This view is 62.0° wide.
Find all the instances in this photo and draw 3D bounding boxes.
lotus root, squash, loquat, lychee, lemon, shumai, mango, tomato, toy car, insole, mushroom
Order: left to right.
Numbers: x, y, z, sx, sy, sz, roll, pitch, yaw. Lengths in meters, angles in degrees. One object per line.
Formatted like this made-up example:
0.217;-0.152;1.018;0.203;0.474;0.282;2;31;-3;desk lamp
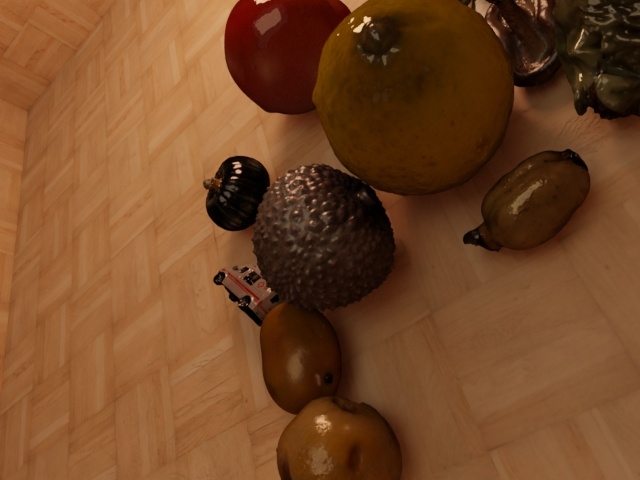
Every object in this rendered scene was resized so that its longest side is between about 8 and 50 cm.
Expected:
-0.209;-0.120;1.342;0.193;0.156;0.193;-29;31;19;squash
-0.158;0.111;1.236;0.108;0.089;0.210;-47;41;-12;toy car
-0.075;-0.457;1.282;0.321;0.321;0.321;-18;61;36;tomato
-0.043;0.217;1.056;0.175;0.139;0.254;-43;43;21;mango
-0.002;-0.004;1.007;0.300;0.300;0.300;-18;61;36;lychee
0.023;0.369;0.893;0.213;0.213;0.213;-18;61;36;loquat
0.156;-0.253;0.924;0.350;0.387;0.349;-3;80;19;lemon
0.330;-0.430;1.092;0.063;0.010;0.192;-9;65;38;insole
0.336;-0.407;0.931;0.148;0.217;0.227;-34;52;28;mushroom
0.330;-0.052;0.858;0.221;0.118;0.125;-47;15;19;lotus root
0.474;-0.290;0.819;0.256;0.189;0.218;25;108;29;shumai

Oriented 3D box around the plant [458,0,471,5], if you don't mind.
0.255;-0.652;1.206;0.251;0.333;0.180;-33;2;-23;plant
